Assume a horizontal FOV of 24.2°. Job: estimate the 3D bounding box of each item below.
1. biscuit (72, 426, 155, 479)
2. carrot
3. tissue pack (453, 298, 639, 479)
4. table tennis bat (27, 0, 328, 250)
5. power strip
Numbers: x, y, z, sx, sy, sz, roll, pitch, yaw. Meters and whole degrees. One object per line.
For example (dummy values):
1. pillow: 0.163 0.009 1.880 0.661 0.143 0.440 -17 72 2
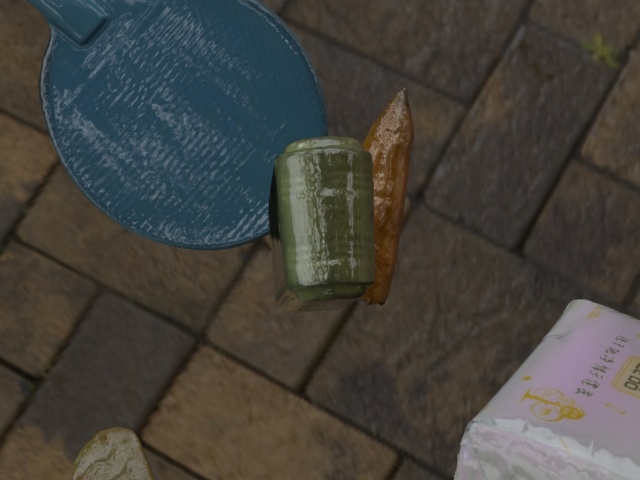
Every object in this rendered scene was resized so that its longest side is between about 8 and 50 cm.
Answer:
1. biscuit: -0.175 0.223 1.296 0.071 0.018 0.147 -32 47 5
2. carrot: 0.056 -0.045 1.413 0.072 0.072 0.205 17 95 12
3. tissue pack: 0.213 0.151 1.048 0.185 0.225 0.124 22 118 19
4. table tennis bat: -0.139 -0.131 1.194 0.329 0.044 0.215 42 103 -10
5. power strip: 0.000 0.000 0.981 0.066 0.387 0.092 -2 87 -3
